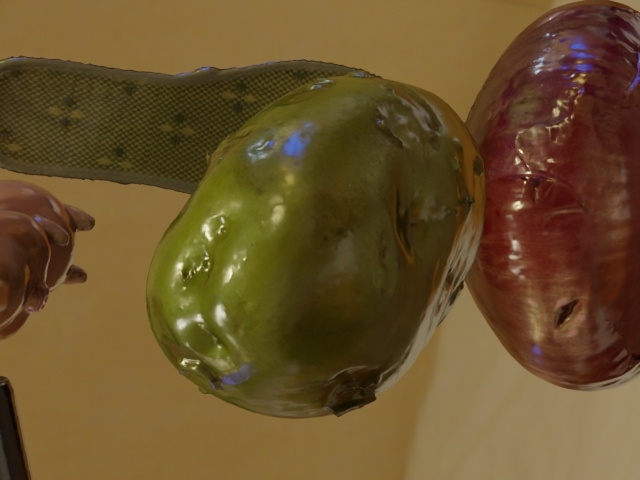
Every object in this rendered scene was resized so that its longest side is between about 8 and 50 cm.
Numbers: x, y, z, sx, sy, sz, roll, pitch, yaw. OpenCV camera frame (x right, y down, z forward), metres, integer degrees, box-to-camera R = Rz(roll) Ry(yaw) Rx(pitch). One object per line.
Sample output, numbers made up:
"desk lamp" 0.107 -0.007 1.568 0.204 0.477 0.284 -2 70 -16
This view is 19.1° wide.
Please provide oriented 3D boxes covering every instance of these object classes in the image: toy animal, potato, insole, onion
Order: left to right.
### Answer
"toy animal" -0.342 0.016 1.980 0.250 0.154 0.166 -45 -37 -73
"insole" -0.076 -0.076 1.305 0.007 0.322 0.109 -164 79 -77
"potato" 0.000 0.000 1.012 0.253 0.148 0.186 -10 -64 -75
"onion" 0.203 -0.040 1.688 0.347 0.285 0.348 2 -90 -74

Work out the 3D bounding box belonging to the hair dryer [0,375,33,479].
"hair dryer" -0.289 0.171 1.230 0.070 0.255 0.128 -6 94 40
